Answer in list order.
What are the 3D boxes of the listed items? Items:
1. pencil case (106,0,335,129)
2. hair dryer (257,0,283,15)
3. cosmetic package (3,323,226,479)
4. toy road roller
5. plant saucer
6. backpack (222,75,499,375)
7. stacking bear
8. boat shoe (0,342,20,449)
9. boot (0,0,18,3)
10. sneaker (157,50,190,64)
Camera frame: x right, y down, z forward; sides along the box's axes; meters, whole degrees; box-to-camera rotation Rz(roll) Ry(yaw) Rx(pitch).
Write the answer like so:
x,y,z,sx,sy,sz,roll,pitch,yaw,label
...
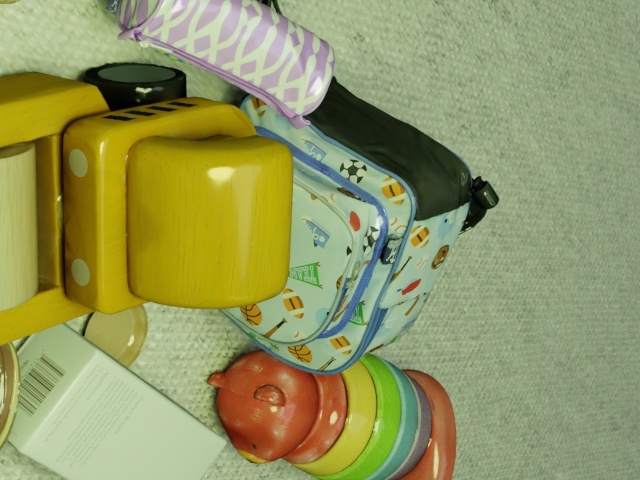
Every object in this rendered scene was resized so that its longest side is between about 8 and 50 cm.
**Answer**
x,y,z,sx,sy,sz,roll,pitch,yaw,label
-0.083,-0.180,1.302,0.206,0.086,0.088,22,65,-32,pencil case
-0.048,-0.311,1.404,0.223,0.080,0.293,-55,139,-22,hair dryer
-0.202,0.177,1.380,0.117,0.085,0.231,-52,141,-8,cosmetic package
-0.171,-0.027,1.222,0.330,0.241,0.202,-19,117,-47,toy road roller
-0.202,0.090,1.414,0.083,0.015,0.083,-23,121,-45,plant saucer
0.000,0.000,1.444,0.213,0.276,0.263,-24,139,-39,backpack
0.004,0.196,1.611,0.289,0.175,0.164,20,89,-46,stacking bear
-0.313,0.166,1.263,0.060,0.064,0.178,19,91,-55,boat shoe
-0.197,-0.273,1.234,0.165,0.077,0.213,31,76,-54,boot
-0.082,-0.198,1.385,0.188,0.067,0.078,10,112,-39,sneaker
